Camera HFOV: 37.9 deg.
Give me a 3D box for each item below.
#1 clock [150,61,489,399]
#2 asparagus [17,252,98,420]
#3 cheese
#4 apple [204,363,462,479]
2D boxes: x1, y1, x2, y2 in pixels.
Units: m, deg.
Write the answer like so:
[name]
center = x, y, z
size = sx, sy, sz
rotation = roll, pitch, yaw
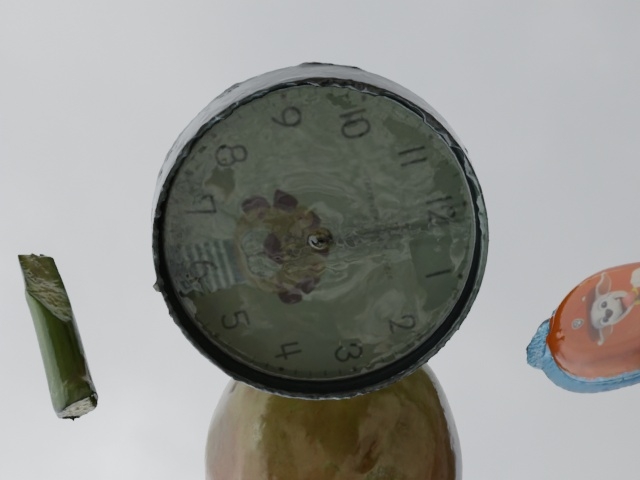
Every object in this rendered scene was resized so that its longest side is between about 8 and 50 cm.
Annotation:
[clock]
center = -0.001, 0.000, 0.838
size = 0.312, 0.313, 0.061
rotation = 62, -174, -18
[asparagus]
center = -0.240, 0.077, 0.845
size = 0.178, 0.041, 0.045
rotation = 65, -177, 28
[cheese]
center = 0.236, 0.039, 0.568
size = 0.037, 0.256, 0.106
rotation = 43, -133, -26
[apple]
center = 0.021, 0.275, 1.215
size = 0.338, 0.338, 0.305
rotation = 36, -127, -35
